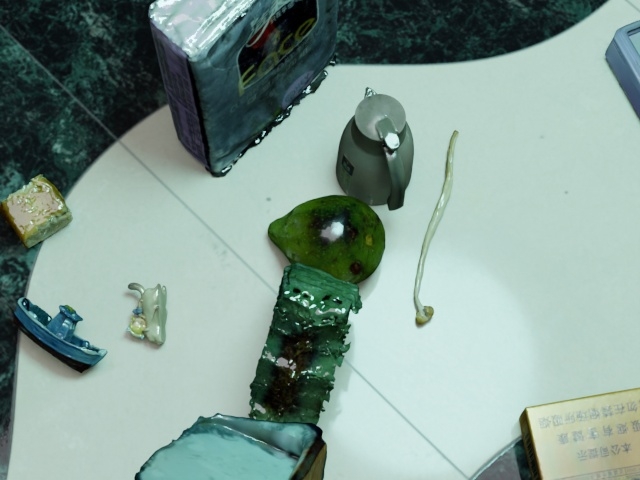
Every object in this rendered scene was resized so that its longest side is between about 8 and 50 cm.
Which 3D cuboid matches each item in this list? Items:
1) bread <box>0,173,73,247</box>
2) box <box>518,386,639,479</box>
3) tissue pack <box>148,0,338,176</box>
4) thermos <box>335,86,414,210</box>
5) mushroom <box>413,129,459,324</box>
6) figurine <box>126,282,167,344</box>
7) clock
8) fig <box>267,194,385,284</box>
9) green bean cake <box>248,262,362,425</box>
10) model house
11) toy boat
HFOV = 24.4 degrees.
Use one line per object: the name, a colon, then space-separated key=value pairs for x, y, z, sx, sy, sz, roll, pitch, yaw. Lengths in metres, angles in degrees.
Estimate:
bread: x=-0.380 y=-0.038 z=1.971 sx=0.083 sy=0.076 sz=0.070 roll=-33 pitch=86 yaw=-12
box: x=0.364 y=0.332 z=1.847 sx=0.174 sy=0.076 sz=0.274 roll=-9 pitch=71 yaw=-3
tissue pack: x=-0.093 y=-0.260 z=1.898 sx=0.122 sy=0.361 sz=0.259 roll=41 pitch=74 yaw=12
thermos: x=0.081 y=-0.112 z=1.937 sx=0.105 sy=0.193 sz=0.137 roll=-15 pitch=72 yaw=-7
mushroom: x=0.156 y=-0.022 z=1.998 sx=0.028 sy=0.026 sz=0.286 roll=15 pitch=69 yaw=-12
figurine: x=-0.229 y=0.097 z=1.943 sx=0.051 sy=0.047 sz=0.083 roll=-3 pitch=77 yaw=14
clock: x=0.512 y=-0.251 z=2.053 sx=0.193 sy=0.073 sz=0.144 roll=-23 pitch=72 yaw=-9
fig: x=0.000 y=0.000 z=1.954 sx=0.156 sy=0.123 sz=0.123 roll=-1 pitch=65 yaw=40
green bean cake: x=-0.024 y=0.142 z=1.827 sx=0.107 sy=0.193 sz=0.208 roll=18 pitch=98 yaw=-3
model house: x=-0.103 y=0.381 z=1.752 sx=0.185 sy=0.253 sz=0.291 roll=4 pitch=108 yaw=14
toy boat: x=-0.337 y=0.117 z=1.921 sx=0.137 sy=0.060 sz=0.061 roll=37 pitch=96 yaw=15
